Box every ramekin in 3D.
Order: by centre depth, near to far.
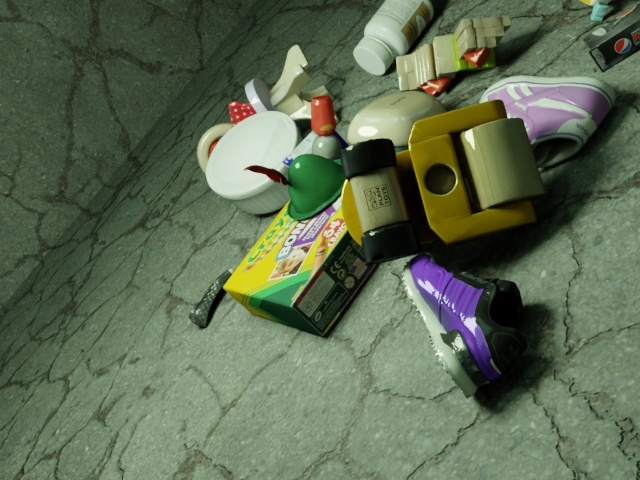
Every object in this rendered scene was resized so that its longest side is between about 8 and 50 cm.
[{"bbox_3d":[-0.147,-0.189,2.032,0.272,0.127,0.273,-19,48,22],"label":"ramekin"}]

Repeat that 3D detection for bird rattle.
[{"bbox_3d":[-0.234,-0.249,2.175,0.206,0.254,0.143,-16,28,-15],"label":"bird rattle"}]

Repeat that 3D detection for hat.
[{"bbox_3d":[-0.053,-0.160,1.612,0.173,0.183,0.208,-43,24,0],"label":"hat"}]

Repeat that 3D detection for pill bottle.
[{"bbox_3d":[0.192,-0.560,2.135,0.229,0.131,0.131,-54,27,-17],"label":"pill bottle"}]

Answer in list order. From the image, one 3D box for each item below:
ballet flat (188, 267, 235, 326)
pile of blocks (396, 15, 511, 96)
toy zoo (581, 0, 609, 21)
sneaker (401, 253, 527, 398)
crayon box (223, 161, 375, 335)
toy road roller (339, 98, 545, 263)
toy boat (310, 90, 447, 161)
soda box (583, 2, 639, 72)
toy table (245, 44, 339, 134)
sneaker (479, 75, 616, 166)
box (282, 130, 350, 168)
[{"bbox_3d":[-0.251,0.134,1.892,0.173,0.049,0.057,-56,0,-31],"label":"ballet flat"},{"bbox_3d":[0.299,-0.393,1.800,0.362,0.148,0.113,-11,84,63],"label":"pile of blocks"},{"bbox_3d":[0.555,-0.576,1.540,0.192,0.030,0.294,-79,-4,-78],"label":"toy zoo"},{"bbox_3d":[0.224,0.097,1.184,0.146,0.102,0.293,-35,32,11],"label":"sneaker"},{"bbox_3d":[0.000,0.000,1.629,0.363,0.106,0.313,-53,27,-17],"label":"crayon box"},{"bbox_3d":[0.197,-0.085,1.357,0.329,0.203,0.240,-16,-7,10],"label":"toy road roller"},{"bbox_3d":[0.116,-0.232,1.712,0.318,0.148,0.267,8,26,32],"label":"toy boat"},{"bbox_3d":[0.560,-0.377,1.419,0.168,0.053,0.060,-31,29,26],"label":"soda box"},{"bbox_3d":[-0.071,-0.391,2.179,0.160,0.252,0.274,-31,-4,15],"label":"toy table"},{"bbox_3d":[0.362,-0.205,1.411,0.161,0.102,0.282,-57,28,-16],"label":"sneaker"},{"bbox_3d":[0.007,-0.183,1.864,0.137,0.126,0.072,-46,24,-2],"label":"box"}]
